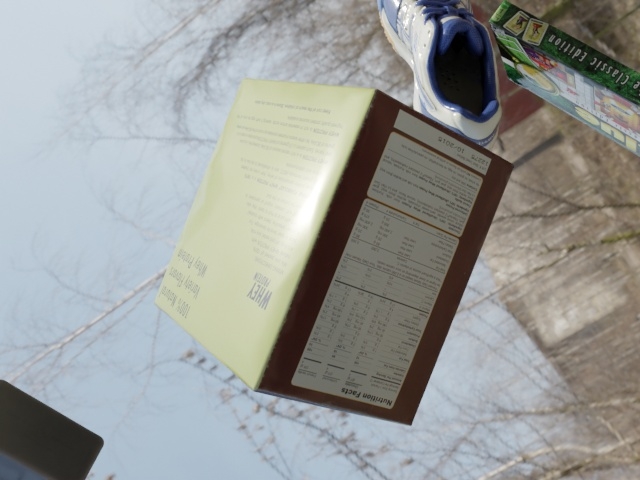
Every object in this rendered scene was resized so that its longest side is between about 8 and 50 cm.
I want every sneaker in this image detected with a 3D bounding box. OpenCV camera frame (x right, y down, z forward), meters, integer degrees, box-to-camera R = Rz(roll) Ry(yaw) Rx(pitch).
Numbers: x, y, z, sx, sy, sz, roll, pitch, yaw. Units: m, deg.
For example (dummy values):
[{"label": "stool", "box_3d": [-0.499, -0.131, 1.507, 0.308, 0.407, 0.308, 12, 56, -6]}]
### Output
[{"label": "sneaker", "box_3d": [0.143, -0.228, 0.852, 0.131, 0.112, 0.296, 103, 153, -72]}]

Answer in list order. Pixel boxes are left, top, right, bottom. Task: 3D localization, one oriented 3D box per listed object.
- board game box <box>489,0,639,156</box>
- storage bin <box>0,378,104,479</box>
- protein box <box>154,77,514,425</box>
[{"label": "board game box", "box_3d": [0.269, -0.114, 0.679, 0.259, 0.030, 0.136, 38, -173, 24]}, {"label": "storage bin", "box_3d": [-0.258, 0.184, 0.655, 0.135, 0.091, 0.098, 35, -135, -14]}, {"label": "protein box", "box_3d": [0.000, 0.000, 0.584, 0.136, 0.201, 0.200, 22, -179, -33]}]
